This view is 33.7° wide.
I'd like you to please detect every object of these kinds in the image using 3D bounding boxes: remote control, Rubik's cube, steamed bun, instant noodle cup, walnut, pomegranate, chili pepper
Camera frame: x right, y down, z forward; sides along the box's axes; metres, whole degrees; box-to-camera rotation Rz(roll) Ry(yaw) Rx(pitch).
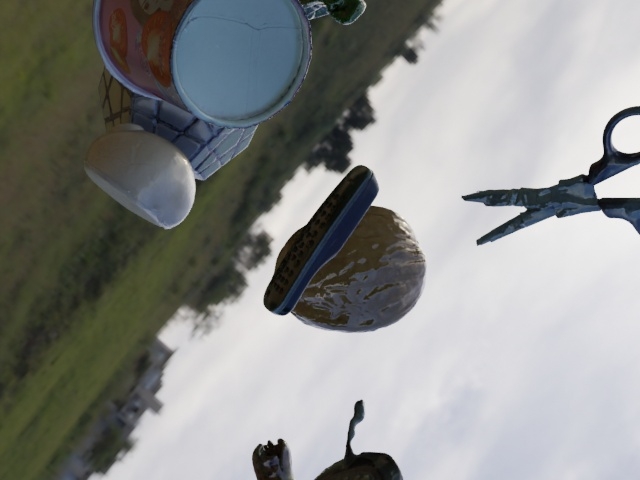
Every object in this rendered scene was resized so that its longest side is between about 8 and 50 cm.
[{"bbox_3d":[0.000,0.000,1.348,0.222,0.042,0.072,-54,-157,0],"label":"remote control"},{"bbox_3d":[-0.260,-0.270,1.985,0.264,0.319,0.319,-22,-155,31],"label":"Rubik's cube"},{"bbox_3d":[-0.300,-0.118,1.794,0.130,0.177,0.228,-53,-140,-8],"label":"steamed bun"},{"bbox_3d":[-0.145,-0.266,1.369,0.243,0.243,0.231,-47,-142,-3],"label":"instant noodle cup"},{"bbox_3d":[0.048,0.051,1.758,0.261,0.224,0.225,-5,-167,-6],"label":"walnut"},{"bbox_3d":[-0.045,0.411,1.569,0.179,0.179,0.210,-26,-133,54],"label":"pomegranate"},{"bbox_3d":[0.001,-0.434,1.909,0.100,0.074,0.257,-28,-156,-21],"label":"chili pepper"}]

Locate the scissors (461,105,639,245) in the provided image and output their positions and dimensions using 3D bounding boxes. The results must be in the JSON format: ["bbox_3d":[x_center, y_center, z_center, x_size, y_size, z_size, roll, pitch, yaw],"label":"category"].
[{"bbox_3d":[0.412,-0.066,1.750,0.384,0.256,0.029,-15,-157,34],"label":"scissors"}]

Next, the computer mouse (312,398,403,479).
[{"bbox_3d":[0.048,0.374,1.322,0.167,0.090,0.379,-18,-134,30],"label":"computer mouse"}]
